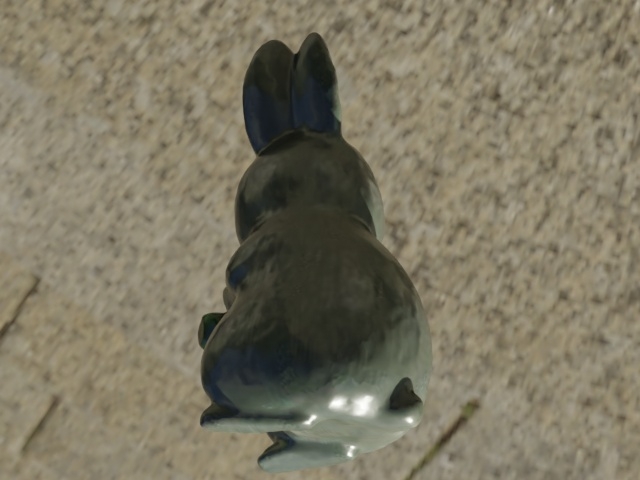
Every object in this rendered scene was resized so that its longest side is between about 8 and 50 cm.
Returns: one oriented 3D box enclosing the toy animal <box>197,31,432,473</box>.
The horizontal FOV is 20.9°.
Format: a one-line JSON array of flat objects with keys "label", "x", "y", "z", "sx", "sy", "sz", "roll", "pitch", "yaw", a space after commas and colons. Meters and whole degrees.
[{"label": "toy animal", "x": 0.003, "y": 0.009, "z": 0.927, "sx": 0.138, "sy": 0.236, "sz": 0.108, "roll": -4, "pitch": 145, "yaw": 23}]
